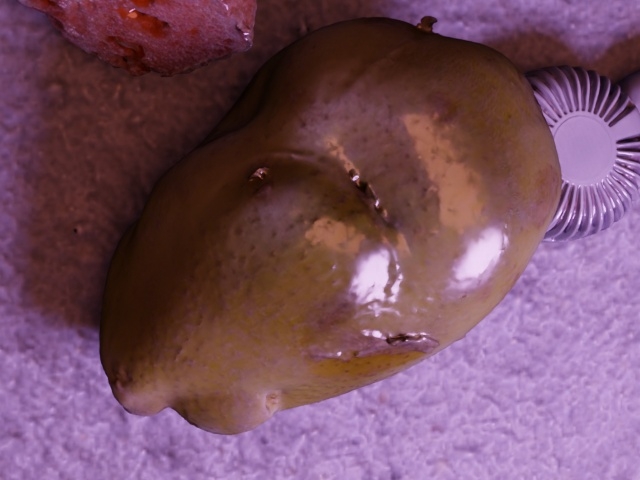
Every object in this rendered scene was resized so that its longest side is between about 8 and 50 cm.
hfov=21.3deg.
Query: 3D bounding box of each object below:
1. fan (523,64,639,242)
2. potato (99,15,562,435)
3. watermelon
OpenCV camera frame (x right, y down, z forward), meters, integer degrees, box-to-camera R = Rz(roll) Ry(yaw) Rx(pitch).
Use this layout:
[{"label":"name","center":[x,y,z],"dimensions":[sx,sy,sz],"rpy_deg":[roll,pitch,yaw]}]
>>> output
[{"label":"fan","center":[0.227,-0.087,1.274],"dimensions":[0.244,0.074,0.130],"rpy_deg":[-24,93,-18]},{"label":"potato","center":[-0.002,-0.002,1.152],"dimensions":[0.351,0.202,0.218],"rpy_deg":[-42,108,5]},{"label":"watermelon","center":[-0.140,-0.218,1.103],"dimensions":[0.256,0.193,0.140],"rpy_deg":[47,52,-14]}]
